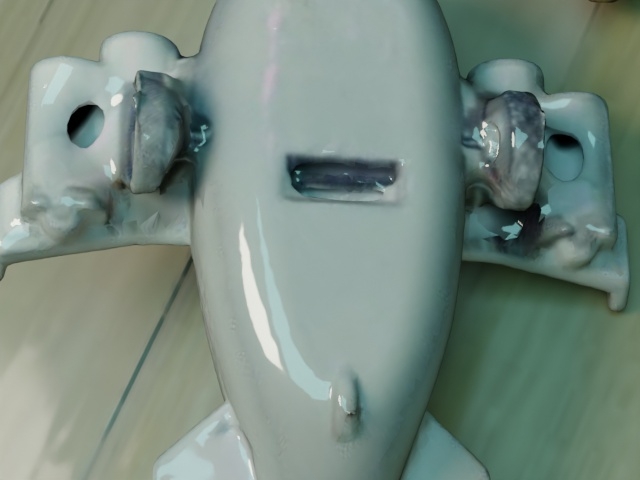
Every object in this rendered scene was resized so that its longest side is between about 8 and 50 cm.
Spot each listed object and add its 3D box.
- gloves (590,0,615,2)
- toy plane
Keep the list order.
[{"bbox_3d":[0.121,-0.247,0.601,0.197,0.152,0.301,9,86,38],"label":"gloves"},{"bbox_3d":[0.000,0.000,0.572,0.245,0.117,0.244,3,72,-8],"label":"toy plane"}]
